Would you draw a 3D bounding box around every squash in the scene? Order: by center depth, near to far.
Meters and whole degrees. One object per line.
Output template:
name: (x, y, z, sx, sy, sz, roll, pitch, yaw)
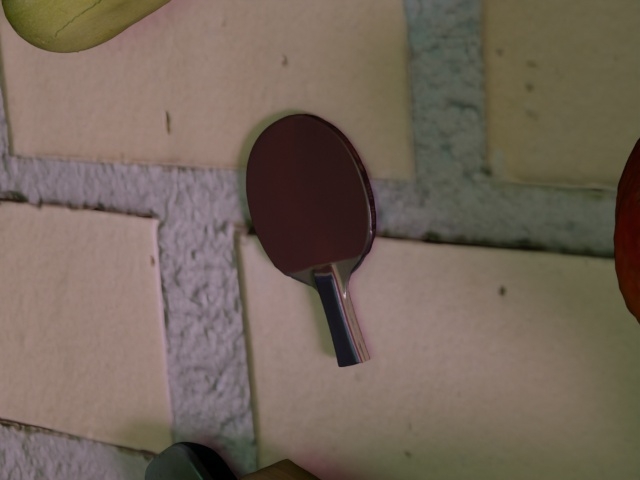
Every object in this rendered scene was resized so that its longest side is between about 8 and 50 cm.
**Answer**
squash: (-0.106, -0.188, 0.953, 0.250, 0.083, 0.083, -27, 85, 38)

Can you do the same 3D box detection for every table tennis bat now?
table tennis bat: (0.000, 0.000, 0.962, 0.095, 0.014, 0.158, -15, 90, 38)

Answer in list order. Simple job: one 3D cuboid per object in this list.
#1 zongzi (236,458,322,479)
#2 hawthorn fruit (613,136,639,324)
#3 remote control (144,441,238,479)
zongzi: (0.010, 0.254, 0.981, 0.205, 0.094, 0.204, 24, 125, 36)
hawthorn fruit: (0.239, -0.001, 0.666, 0.225, 0.196, 0.197, -30, 83, 26)
remote control: (-0.043, 0.232, 1.042, 0.072, 0.042, 0.222, -43, 76, 38)
